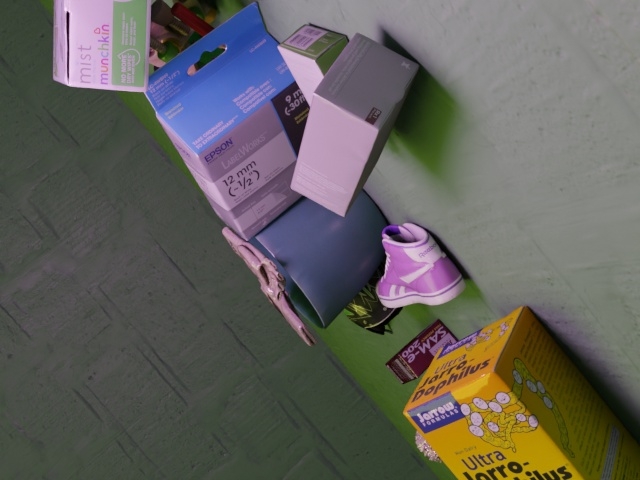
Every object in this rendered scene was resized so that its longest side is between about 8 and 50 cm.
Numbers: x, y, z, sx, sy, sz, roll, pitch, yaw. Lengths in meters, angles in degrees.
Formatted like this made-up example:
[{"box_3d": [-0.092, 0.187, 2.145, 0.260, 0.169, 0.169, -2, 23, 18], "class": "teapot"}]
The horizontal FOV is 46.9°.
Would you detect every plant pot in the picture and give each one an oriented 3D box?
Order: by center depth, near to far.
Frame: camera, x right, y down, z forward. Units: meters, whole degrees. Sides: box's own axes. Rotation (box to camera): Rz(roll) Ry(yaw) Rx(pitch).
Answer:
[{"box_3d": [0.000, 0.000, 1.529, 0.293, 0.235, 0.293, 48, 168, 13], "class": "plant pot"}]

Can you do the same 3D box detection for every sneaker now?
[{"box_3d": [0.161, 0.039, 1.424, 0.161, 0.102, 0.282, 55, 157, -7], "class": "sneaker"}]

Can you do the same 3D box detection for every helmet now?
[{"box_3d": [0.119, 0.122, 1.658, 0.169, 0.169, 0.161, 41, -178, 37], "class": "helmet"}]

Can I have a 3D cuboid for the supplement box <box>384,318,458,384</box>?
[{"box_3d": [0.236, 0.271, 1.767, 0.073, 0.130, 0.239, 48, 168, 9], "class": "supplement box"}]

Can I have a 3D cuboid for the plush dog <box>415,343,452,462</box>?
[{"box_3d": [0.331, 0.325, 1.434, 0.225, 0.263, 0.210, 24, 129, 53], "class": "plush dog"}]

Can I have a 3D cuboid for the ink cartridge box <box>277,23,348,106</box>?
[{"box_3d": [0.026, -0.225, 1.148, 0.109, 0.062, 0.209, 35, 162, 48], "class": "ink cartridge box"}]

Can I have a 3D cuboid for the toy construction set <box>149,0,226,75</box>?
[{"box_3d": [-0.263, -0.394, 1.411, 0.237, 0.257, 0.309, 27, -174, -45], "class": "toy construction set"}]

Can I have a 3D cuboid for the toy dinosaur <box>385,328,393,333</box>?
[{"box_3d": [0.144, 0.200, 2.072, 0.118, 0.064, 0.268, 38, 168, 20], "class": "toy dinosaur"}]

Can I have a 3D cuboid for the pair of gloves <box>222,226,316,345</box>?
[{"box_3d": [-0.094, 0.087, 1.469, 0.204, 0.042, 0.240, 40, 163, 54], "class": "pair of gloves"}]

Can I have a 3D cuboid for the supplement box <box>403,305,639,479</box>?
[{"box_3d": [0.341, 0.322, 1.191, 0.356, 0.195, 0.194, 50, 128, -3], "class": "supplement box"}]

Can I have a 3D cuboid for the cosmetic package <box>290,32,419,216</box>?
[{"box_3d": [0.041, -0.150, 1.013, 0.107, 0.127, 0.238, 28, 151, 7], "class": "cosmetic package"}]

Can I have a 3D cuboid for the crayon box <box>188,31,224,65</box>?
[{"box_3d": [-0.284, -0.401, 1.705, 0.165, 0.081, 0.278, 52, 168, -14], "class": "crayon box"}]

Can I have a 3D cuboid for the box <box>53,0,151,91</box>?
[{"box_3d": [-0.350, -0.374, 1.159, 0.231, 0.127, 0.261, -153, 66, -62], "class": "box"}]

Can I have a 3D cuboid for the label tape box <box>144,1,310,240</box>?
[{"box_3d": [-0.126, -0.201, 1.314, 0.115, 0.249, 0.347, 40, 163, 38], "class": "label tape box"}]
